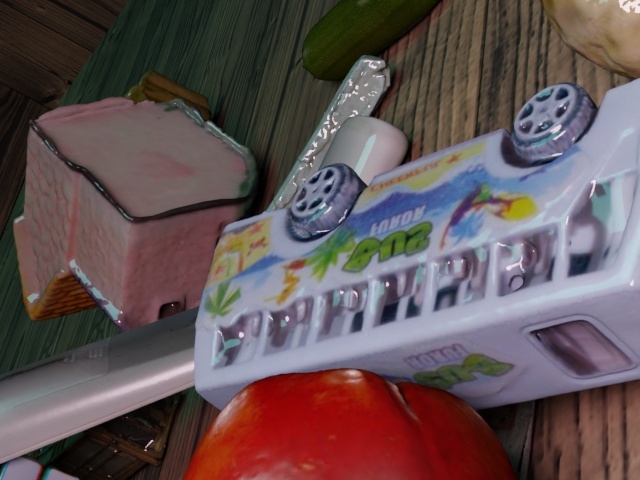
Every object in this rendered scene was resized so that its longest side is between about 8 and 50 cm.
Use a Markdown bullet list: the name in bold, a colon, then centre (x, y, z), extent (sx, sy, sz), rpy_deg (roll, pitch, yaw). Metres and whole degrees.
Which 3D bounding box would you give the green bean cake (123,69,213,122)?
- **green bean cake**: centre (-0.239, -0.084, 1.787), extent (0.224, 0.131, 0.229), rpy_deg (-55, 19, 24)

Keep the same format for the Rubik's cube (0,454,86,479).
- **Rubik's cube**: centre (-0.272, 0.295, 1.297), extent (0.154, 0.155, 0.151), rpy_deg (-25, 40, 62)

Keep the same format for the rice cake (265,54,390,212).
- **rice cake**: centre (-0.006, -0.066, 1.284), extent (0.245, 0.042, 0.045), rpy_deg (-59, 6, 12)

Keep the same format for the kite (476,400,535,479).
- **kite**: centre (0.050, 0.085, 0.827), extent (0.250, 0.012, 0.229), rpy_deg (-46, 43, 5)

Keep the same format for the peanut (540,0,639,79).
- **peanut**: centre (0.184, -0.180, 0.810), extent (0.129, 0.129, 0.224), rpy_deg (-53, 23, 24)

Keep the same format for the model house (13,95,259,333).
- **model house**: centre (-0.194, 0.001, 1.501), extent (0.237, 0.202, 0.237), rpy_deg (38, 129, 36)

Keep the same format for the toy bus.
- **toy bus**: centre (0.073, 0.019, 0.731), extent (0.330, 0.109, 0.136), rpy_deg (-18, 42, 41)

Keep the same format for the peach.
- **peach**: centre (0.015, 0.179, 0.651), extent (0.196, 0.190, 0.226), rpy_deg (-15, 66, 37)

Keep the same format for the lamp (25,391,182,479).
- **lamp**: centre (-0.261, 0.232, 1.463), extent (0.325, 0.089, 0.090), rpy_deg (-41, 27, 48)

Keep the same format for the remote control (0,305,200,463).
- **remote control**: centre (-0.193, 0.115, 1.242), extent (0.313, 0.055, 0.109), rpy_deg (-22, 24, 2)

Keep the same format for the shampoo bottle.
- **shampoo bottle**: centre (0.000, 0.000, 1.159), extent (0.220, 0.051, 0.108), rpy_deg (-62, 21, -3)

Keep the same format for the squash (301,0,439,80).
- **squash**: centre (0.042, -0.210, 1.325), extent (0.258, 0.069, 0.069), rpy_deg (-32, 34, 57)
